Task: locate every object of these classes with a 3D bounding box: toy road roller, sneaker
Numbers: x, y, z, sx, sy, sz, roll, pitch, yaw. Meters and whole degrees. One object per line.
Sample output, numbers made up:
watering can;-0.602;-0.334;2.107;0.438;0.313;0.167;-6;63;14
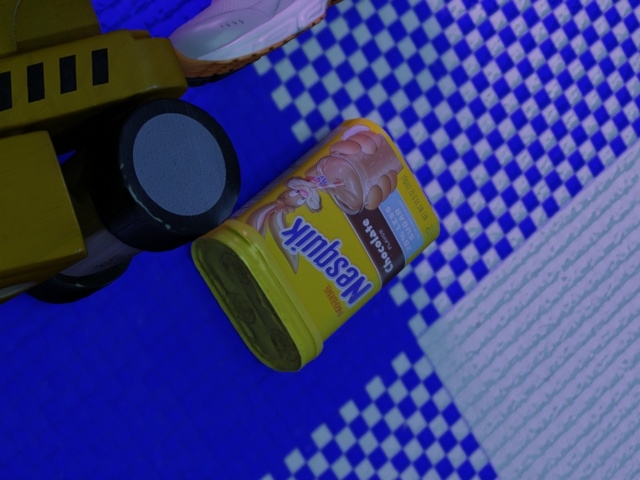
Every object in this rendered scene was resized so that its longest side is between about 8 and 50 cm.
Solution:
toy road roller;-0.239;-0.068;1.304;0.329;0.202;0.241;-18;85;-37
sneaker;-0.038;-0.213;1.504;0.262;0.099;0.121;-39;101;-36

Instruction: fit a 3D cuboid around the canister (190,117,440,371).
canister;0.000;0.000;1.520;0.170;0.073;0.126;-41;109;-29
